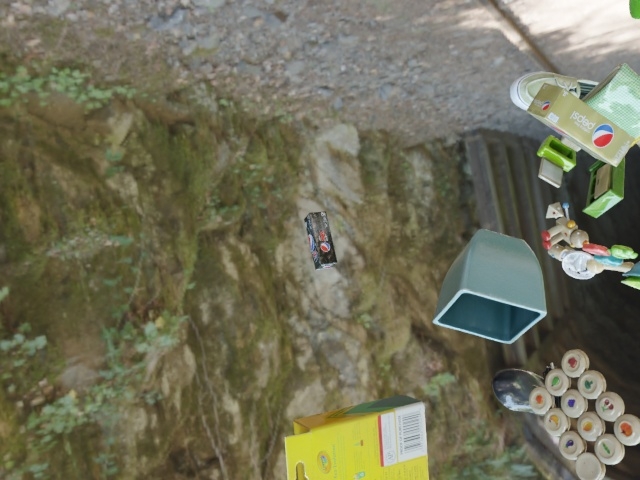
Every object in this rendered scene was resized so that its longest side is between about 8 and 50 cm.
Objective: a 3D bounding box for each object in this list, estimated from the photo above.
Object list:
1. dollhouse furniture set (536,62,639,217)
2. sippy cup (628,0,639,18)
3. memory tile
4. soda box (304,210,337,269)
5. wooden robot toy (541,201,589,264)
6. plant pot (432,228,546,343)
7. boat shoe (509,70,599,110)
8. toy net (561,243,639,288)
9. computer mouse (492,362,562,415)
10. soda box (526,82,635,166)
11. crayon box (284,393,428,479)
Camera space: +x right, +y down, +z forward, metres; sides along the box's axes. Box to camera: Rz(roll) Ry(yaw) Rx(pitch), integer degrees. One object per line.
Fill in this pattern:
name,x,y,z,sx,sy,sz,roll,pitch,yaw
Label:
dollhouse furniture set,0.666,-0.225,1.595,0.197,0.151,0.301,29,144,-6
sippy cup,0.630,-0.382,1.012,0.305,0.240,0.224,22,-153,-18
memory tile,0.341,0.227,0.897,0.012,0.148,0.113,14,121,-34
soda box,0.000,0.000,2.064,0.060,0.169,0.053,-6,162,-22
wooden robot toy,0.500,0.001,1.382,0.076,0.173,0.079,-36,-139,-12
plant pot,0.493,0.115,1.993,0.248,0.252,0.247,15,150,-3
boat shoe,0.652,-0.399,1.829,0.302,0.109,0.094,-2,-178,-19
toy net,0.431,0.041,1.062,0.122,0.045,0.232,16,176,-14
computer mouse,0.621,0.431,1.995,0.272,0.188,0.072,13,147,-26
soda box,0.442,-0.195,1.164,0.181,0.058,0.061,26,-168,-23
crayon box,0.064,0.442,1.381,0.318,0.202,0.081,-5,-176,-27
